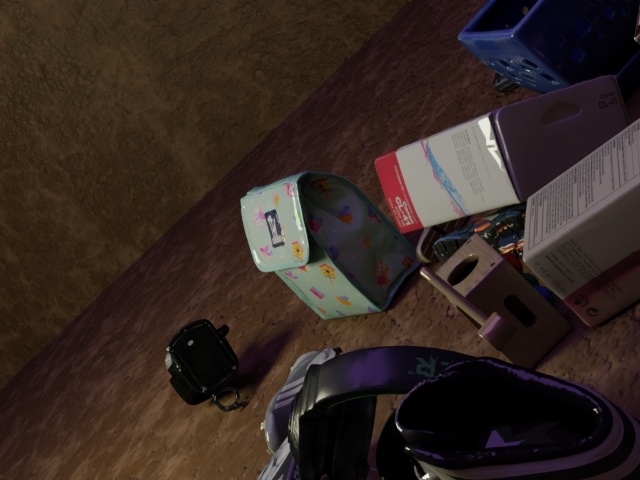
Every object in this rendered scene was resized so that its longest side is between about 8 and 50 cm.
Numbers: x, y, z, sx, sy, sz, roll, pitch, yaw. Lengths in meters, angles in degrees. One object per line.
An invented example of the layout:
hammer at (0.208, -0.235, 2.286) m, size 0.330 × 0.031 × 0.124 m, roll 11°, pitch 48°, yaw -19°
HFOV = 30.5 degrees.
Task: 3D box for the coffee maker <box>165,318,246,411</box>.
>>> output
coffee maker at (-0.216, 0.245, 2.144) m, size 0.120 × 0.171 × 0.178 m, roll -11°, pitch -14°, yaw -13°

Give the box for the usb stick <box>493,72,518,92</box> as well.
usb stick at (0.414, -0.338, 2.093) m, size 0.278 × 0.045 × 0.077 m, roll -26°, pitch 33°, yaw 52°

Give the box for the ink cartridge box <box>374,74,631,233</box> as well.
ink cartridge box at (0.253, -0.117, 1.652) m, size 0.226 × 0.131 × 0.306 m, roll -20°, pitch 3°, yaw -27°

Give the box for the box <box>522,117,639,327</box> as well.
box at (0.358, -0.035, 1.328) m, size 0.232 × 0.127 × 0.148 m, roll -37°, pitch 18°, yaw 30°

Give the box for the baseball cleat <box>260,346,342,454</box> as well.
baseball cleat at (-0.019, 0.232, 1.774) m, size 0.109 × 0.072 × 0.206 m, roll -27°, pitch 28°, yaw 36°

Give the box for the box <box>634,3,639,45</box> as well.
box at (0.492, -0.244, 1.347) m, size 0.167 × 0.203 × 0.168 m, roll -35°, pitch 20°, yaw 36°

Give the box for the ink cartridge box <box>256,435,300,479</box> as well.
ink cartridge box at (-0.073, 0.366, 1.533) m, size 0.206 × 0.045 × 0.208 m, roll -56°, pitch 9°, yaw 28°

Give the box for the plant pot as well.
plant pot at (0.389, -0.324, 1.807) m, size 0.236 × 0.212 × 0.236 m, roll -48°, pitch 15°, yaw -4°

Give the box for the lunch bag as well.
lunch bag at (0.000, 0.000, 1.941) m, size 0.160 × 0.262 × 0.223 m, roll -53°, pitch 17°, yaw -22°

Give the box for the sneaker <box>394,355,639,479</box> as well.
sneaker at (0.135, 0.215, 1.051) m, size 0.447 × 0.257 × 0.169 m, roll -28°, pitch 24°, yaw 50°

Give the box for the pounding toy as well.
pounding toy at (0.208, 0.062, 1.381) m, size 0.094 × 0.181 × 0.206 m, roll -45°, pitch 15°, yaw 5°

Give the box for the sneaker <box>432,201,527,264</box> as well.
sneaker at (0.249, -0.002, 1.661) m, size 0.221 × 0.083 × 0.087 m, roll -20°, pitch 17°, yaw 49°

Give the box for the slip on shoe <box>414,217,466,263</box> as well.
slip on shoe at (0.193, -0.018, 1.884) m, size 0.135 × 0.051 × 0.041 m, roll -59°, pitch 7°, yaw -21°

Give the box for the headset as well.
headset at (0.069, 0.243, 1.269) m, size 0.394 × 0.243 × 0.185 m, roll 130°, pitch 154°, yaw -55°
